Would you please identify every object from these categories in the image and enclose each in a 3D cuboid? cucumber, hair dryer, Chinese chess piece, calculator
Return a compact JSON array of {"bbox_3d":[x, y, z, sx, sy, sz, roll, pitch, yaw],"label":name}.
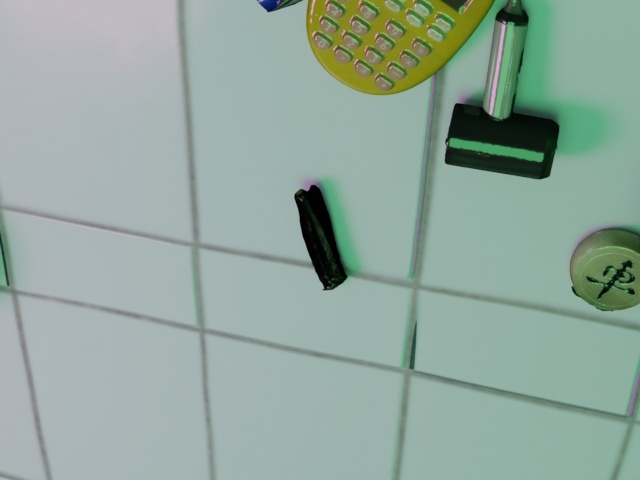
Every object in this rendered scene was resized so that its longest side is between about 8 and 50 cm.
[{"bbox_3d":[-0.001,-0.001,1.090,0.034,0.033,0.135,20,136,48],"label":"cucumber"},{"bbox_3d":[0.169,-0.150,0.915,0.100,0.057,0.198,9,122,11],"label":"hair dryer"},{"bbox_3d":[0.285,0.029,1.011,0.084,0.034,0.084,9,126,12],"label":"Chinese chess piece"},{"bbox_3d":[0.074,-0.223,0.901,0.146,0.032,0.235,33,130,-6],"label":"calculator"}]

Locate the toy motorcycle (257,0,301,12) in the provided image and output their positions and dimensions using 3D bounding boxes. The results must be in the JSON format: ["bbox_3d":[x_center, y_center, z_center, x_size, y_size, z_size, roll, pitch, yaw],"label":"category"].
[{"bbox_3d":[0.068,-0.292,0.770,0.315,0.113,0.169,-30,87,15],"label":"toy motorcycle"}]
